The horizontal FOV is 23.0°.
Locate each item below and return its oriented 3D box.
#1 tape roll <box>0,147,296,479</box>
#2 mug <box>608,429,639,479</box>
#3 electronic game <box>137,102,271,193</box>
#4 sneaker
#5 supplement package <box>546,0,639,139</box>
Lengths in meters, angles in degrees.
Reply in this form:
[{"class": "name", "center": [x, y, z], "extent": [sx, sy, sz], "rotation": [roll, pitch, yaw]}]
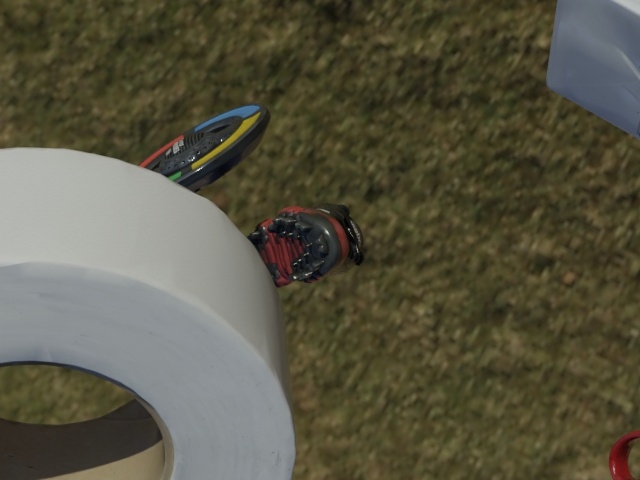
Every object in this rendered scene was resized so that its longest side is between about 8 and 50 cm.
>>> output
[{"class": "tape roll", "center": [-0.157, 0.090, 0.881], "extent": [0.286, 0.100, 0.286], "rotation": [-3, 130, -4]}, {"class": "mug", "center": [0.336, 0.251, 1.505], "extent": [0.150, 0.113, 0.169], "rotation": [47, 139, 10]}, {"class": "electronic game", "center": [-0.164, -0.106, 1.985], "extent": [0.229, 0.229, 0.048], "rotation": [-14, 115, 43]}, {"class": "sneaker", "center": [0.000, 0.000, 1.972], "extent": [0.276, 0.135, 0.097], "rotation": [162, 93, -74]}, {"class": "supplement package", "center": [0.297, -0.168, 1.097], "extent": [0.194, 0.203, 0.149], "rotation": [34, 160, 17]}]
